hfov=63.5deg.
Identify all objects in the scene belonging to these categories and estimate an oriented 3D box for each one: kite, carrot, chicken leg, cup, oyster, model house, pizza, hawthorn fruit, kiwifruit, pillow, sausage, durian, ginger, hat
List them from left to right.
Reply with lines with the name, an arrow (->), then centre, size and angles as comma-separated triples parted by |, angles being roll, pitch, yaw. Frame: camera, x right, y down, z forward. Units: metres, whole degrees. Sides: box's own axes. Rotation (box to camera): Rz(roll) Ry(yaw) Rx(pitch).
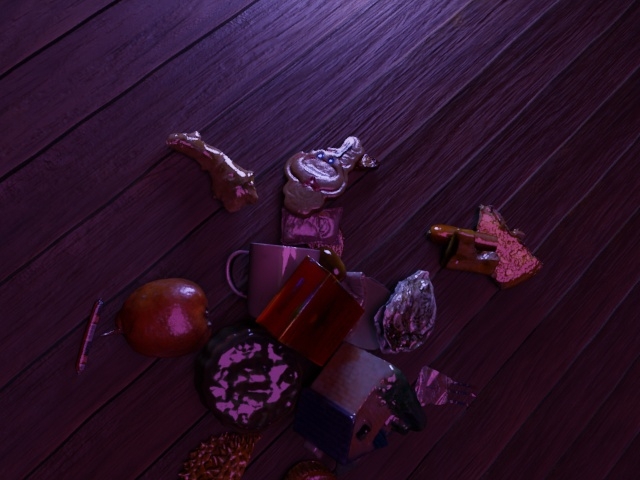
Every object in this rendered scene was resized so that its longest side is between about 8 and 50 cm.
sausage -> -0.592, 0.244, 1.324 | 0.028, 0.025, 0.199 | 18, 82, -32
hawthorn fruit -> -0.409, 0.199, 1.297 | 0.262, 0.210, 0.211 | -7, 89, -13
durian -> -0.286, 0.627, 1.369 | 0.186, 0.154, 0.261 | 13, 74, 7
ginger -> -0.296, -0.193, 1.424 | 0.294, 0.086, 0.131 | 37, 85, -5
cup -> -0.137, 0.111, 1.413 | 0.252, 0.191, 0.201 | 7, 89, 3
pillow -> -0.026, -0.041, 1.495 | 0.184, 0.043, 0.118 | 1, 86, -10
kiwifruit -> 0.024, 0.070, 1.478 | 0.075, 0.075, 0.124 | -28, 65, -18
hat -> 0.095, 0.215, 1.542 | 0.244, 0.149, 0.215 | 39, 66, -50
model house -> 0.094, 0.486, 1.386 | 0.280, 0.245, 0.312 | -48, 132, -23
chicken leg -> 0.116, -0.239, 1.586 | 0.144, 0.037, 0.062 | -2, 66, -20
oyster -> 0.263, 0.222, 1.563 | 0.267, 0.112, 0.199 | -29, 102, -34
kite -> 0.403, 0.487, 1.658 | 0.229, 0.016, 0.127 | 18, 85, -14
carrot -> 0.448, -0.007, 1.650 | 0.225, 0.067, 0.067 | 11, 83, -1
pizza -> 0.592, 0.021, 1.716 | 0.189, 0.071, 0.297 | -39, 95, 1

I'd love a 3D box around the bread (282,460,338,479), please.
bread -> -0.031, 0.729, 1.449 | 0.199, 0.104, 0.199 | 1, 88, -21

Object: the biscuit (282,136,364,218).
biscuit -> 0.007, -0.200, 1.512 | 0.319, 0.047, 0.183 | -35, 77, -20

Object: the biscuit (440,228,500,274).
biscuit -> 0.483, 0.041, 1.622 | 0.183, 0.174, 0.039 | 11, 45, -4

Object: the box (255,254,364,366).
box -> -0.014, 0.187, 1.302 | 0.089, 0.313, 0.197 | 35, 82, 29

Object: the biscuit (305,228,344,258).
biscuit -> 0.005, -0.012, 1.540 | 0.126, 0.025, 0.206 | -33, 98, -17

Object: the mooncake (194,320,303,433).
mooncake -> -0.188, 0.360, 1.385 | 0.290, 0.161, 0.291 | 1, 86, -21
